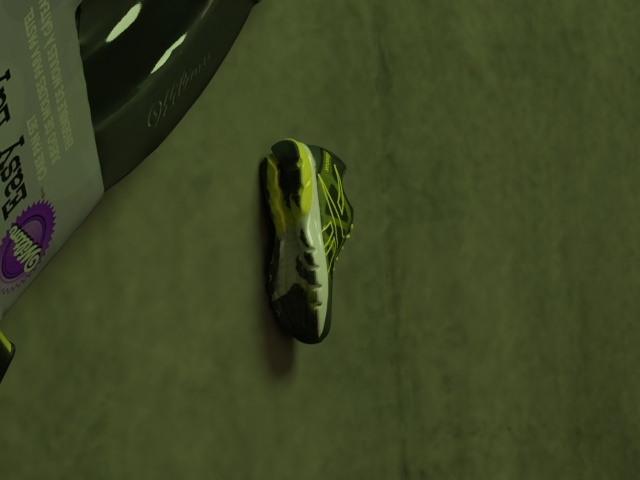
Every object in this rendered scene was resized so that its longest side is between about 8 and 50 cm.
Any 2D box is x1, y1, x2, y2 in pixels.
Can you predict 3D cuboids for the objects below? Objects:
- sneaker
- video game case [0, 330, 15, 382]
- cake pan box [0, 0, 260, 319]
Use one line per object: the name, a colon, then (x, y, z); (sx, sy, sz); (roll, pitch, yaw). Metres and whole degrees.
sneaker: (0.000, 0.000, 0.750); (0.035, 0.031, 0.083); (-3, 89, -42)
video game case: (-0.178, 0.092, 0.441); (0.248, 0.035, 0.275); (74, 37, -63)
cake pan box: (-0.075, -0.132, 0.583); (0.246, 0.070, 0.267); (-52, 159, -31)
